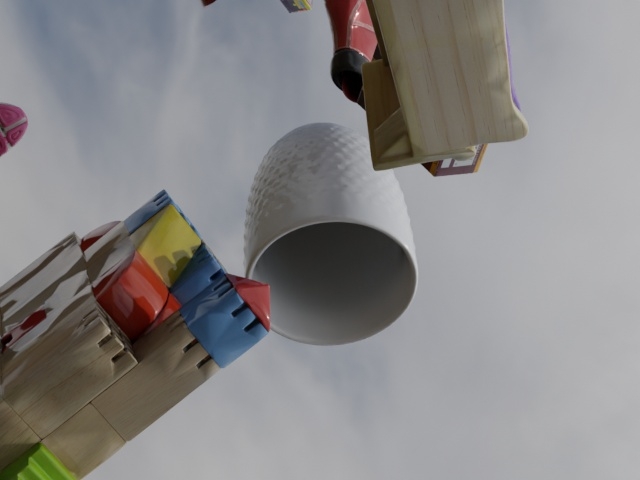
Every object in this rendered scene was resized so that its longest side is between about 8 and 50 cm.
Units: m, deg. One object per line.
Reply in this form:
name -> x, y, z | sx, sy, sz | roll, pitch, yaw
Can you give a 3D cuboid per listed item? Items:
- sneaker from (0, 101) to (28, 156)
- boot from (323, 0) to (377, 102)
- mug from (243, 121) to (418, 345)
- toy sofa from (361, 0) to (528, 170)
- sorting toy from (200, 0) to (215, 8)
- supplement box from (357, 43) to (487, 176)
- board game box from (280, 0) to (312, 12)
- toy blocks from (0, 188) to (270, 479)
sneaker -> -0.385, -0.097, 1.235 | 0.063, 0.170, 0.075 | 60, 1, -12
boot -> 0.067, -0.286, 1.832 | 0.088, 0.244, 0.176 | -7, -100, 20
mug -> 0.000, 0.000, 1.983 | 0.328, 0.276, 0.374 | -95, -166, -49
toy sofa -> 0.102, -0.233, 1.182 | 0.362, 0.177, 0.150 | 65, 16, -58
sorting toy -> -0.040, -0.432, 1.328 | 0.126, 0.365, 0.127 | 45, -2, -14
supplement box -> 0.142, -0.180, 1.557 | 0.188, 0.080, 0.104 | 48, -47, 39
board game box -> -0.061, -0.495, 2.012 | 0.048, 0.170, 0.141 | -4, -112, 20
toy blocks -> -0.190, 0.070, 1.048 | 0.191, 0.261, 0.381 | 53, -4, -21
